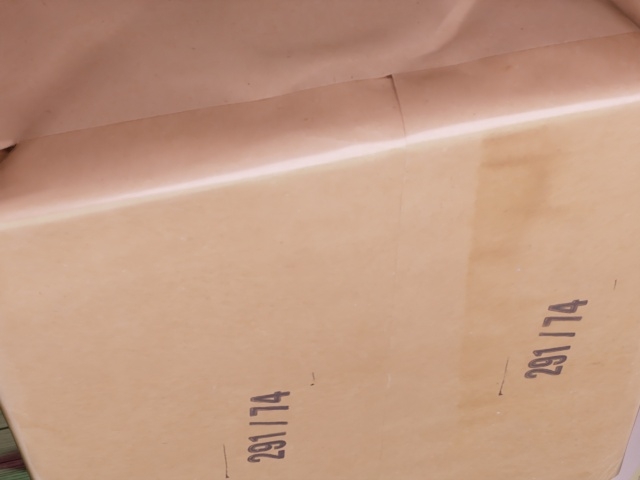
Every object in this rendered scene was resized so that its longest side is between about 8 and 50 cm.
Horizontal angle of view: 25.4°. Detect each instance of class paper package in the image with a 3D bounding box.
[{"bbox_3d":[0.000,0.000,0.652,0.309,0.168,0.325,-11,143,-5],"label":"paper package"}]

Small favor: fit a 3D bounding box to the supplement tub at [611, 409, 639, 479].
[{"bbox_3d":[0.110,0.128,0.959,0.235,0.235,0.325,-27,-176,38],"label":"supplement tub"}]
